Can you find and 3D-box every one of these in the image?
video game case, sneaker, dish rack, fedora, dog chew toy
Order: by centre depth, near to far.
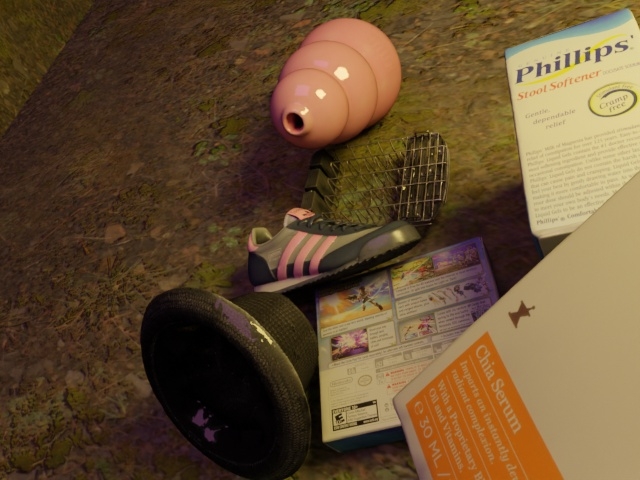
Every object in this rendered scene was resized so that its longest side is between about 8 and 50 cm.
[{"bbox_3d":[0.127,0.144,0.831,0.269,0.061,0.244,-19,50,19],"label":"video game case"},{"bbox_3d":[-0.106,0.179,0.845,0.334,0.334,0.152,12,32,37],"label":"fedora"},{"bbox_3d":[0.000,0.000,0.915,0.319,0.112,0.131,-19,81,34],"label":"sneaker"},{"bbox_3d":[0.091,-0.086,1.016,0.272,0.074,0.208,-6,57,26],"label":"dish rack"},{"bbox_3d":[0.019,-0.265,1.041,0.207,0.206,0.332,-7,27,28],"label":"dog chew toy"}]

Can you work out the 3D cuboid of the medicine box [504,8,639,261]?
[{"bbox_3d":[0.337,-0.068,0.716,0.149,0.263,0.289,-13,52,24],"label":"medicine box"}]

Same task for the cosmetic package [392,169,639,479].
[{"bbox_3d":[0.279,0.109,0.475,0.453,0.161,0.230,-51,34,27],"label":"cosmetic package"}]
